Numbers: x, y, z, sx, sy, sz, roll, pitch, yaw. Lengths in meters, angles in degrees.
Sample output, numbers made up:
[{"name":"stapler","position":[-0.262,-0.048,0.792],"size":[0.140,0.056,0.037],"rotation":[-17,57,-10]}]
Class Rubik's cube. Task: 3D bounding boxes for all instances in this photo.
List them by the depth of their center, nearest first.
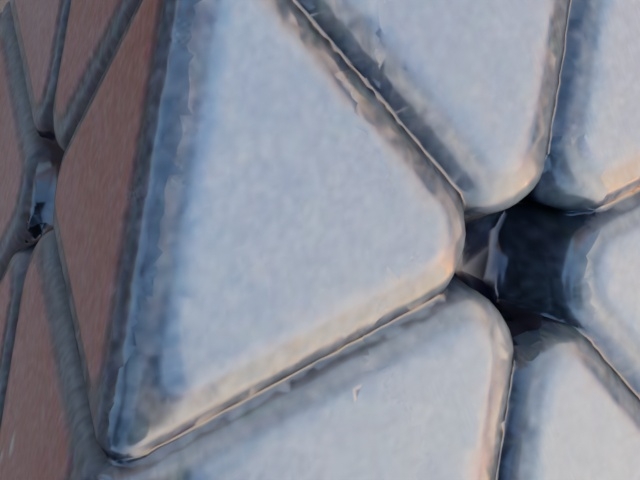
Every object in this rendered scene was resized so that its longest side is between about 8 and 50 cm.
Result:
[{"name":"Rubik's cube","position":[-0.002,0.001,0.453],"size":[0.233,0.228,0.229],"rotation":[-37,77,10]}]
